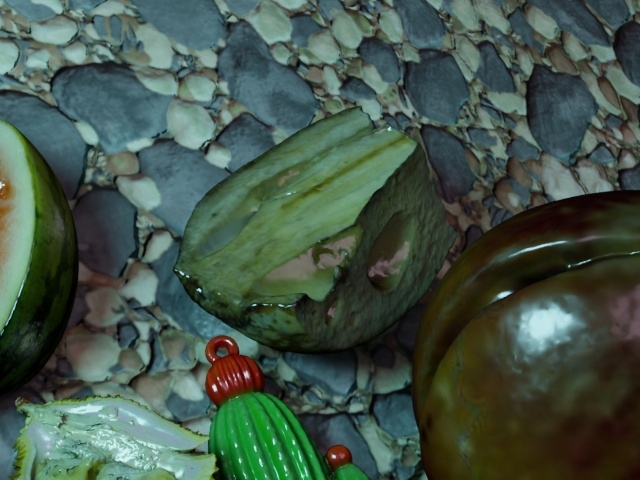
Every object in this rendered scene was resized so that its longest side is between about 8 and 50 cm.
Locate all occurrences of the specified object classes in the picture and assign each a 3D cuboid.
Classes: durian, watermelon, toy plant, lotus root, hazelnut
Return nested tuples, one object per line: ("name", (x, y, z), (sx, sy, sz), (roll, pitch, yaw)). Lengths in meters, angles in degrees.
("durian", (-0.192, 0.196, 1.035), (0.208, 0.102, 0.146), (30, 49, 26))
("watermelon", (-0.276, 0.017, 1.116), (0.128, 0.159, 0.304), (37, 40, -51))
("toy plant", (-0.060, 0.206, 1.090), (0.240, 0.088, 0.154), (41, 68, 18))
("lotus root", (0.003, 0.005, 1.222), (0.210, 0.142, 0.314), (22, 47, 38))
("hazelnut", (0.297, 0.131, 1.129), (0.429, 0.402, 0.402), (12, 54, 0))
